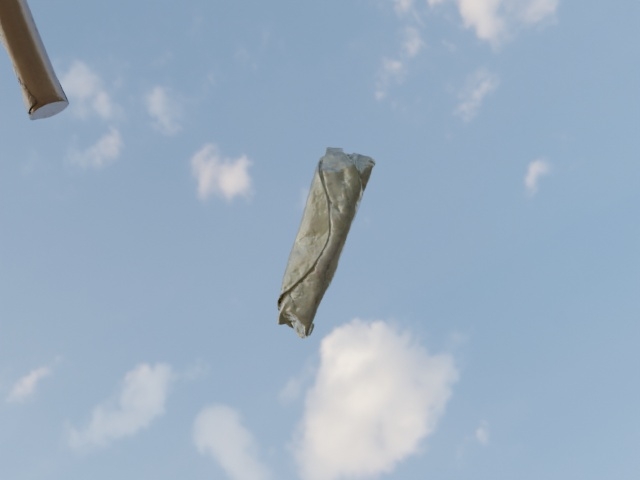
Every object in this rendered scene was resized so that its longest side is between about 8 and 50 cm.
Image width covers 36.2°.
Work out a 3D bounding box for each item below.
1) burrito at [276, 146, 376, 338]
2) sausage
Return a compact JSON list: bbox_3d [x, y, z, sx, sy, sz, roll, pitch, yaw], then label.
[{"bbox_3d":[0.000,0.000,1.375,0.059,0.082,0.275,29,-102,-59],"label":"burrito"},{"bbox_3d":[-0.178,-0.128,0.570,0.026,0.026,0.116,-20,-92,-15],"label":"sausage"}]
